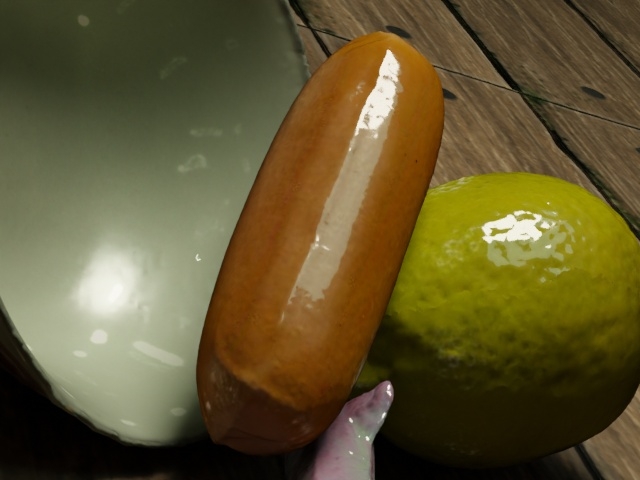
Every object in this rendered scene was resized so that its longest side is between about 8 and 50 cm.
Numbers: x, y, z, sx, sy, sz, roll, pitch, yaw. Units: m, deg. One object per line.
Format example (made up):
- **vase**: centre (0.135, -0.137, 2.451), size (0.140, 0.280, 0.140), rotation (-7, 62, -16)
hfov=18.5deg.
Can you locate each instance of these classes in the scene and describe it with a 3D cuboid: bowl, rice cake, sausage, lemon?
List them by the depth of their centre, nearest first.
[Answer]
- **rice cake**: centre (0.010, 0.157, 1.022), size (0.051, 0.081, 0.290), rotation (34, 18, -13)
- **sausage**: centre (0.000, 0.000, 1.131), size (0.105, 0.105, 0.274), rotation (22, 58, -3)
- **bowl**: centre (-0.149, -0.046, 1.143), size (0.157, 0.337, 0.337), rotation (-4, 4, 33)
- **lemon**: centre (0.102, 0.051, 1.229), size (0.248, 0.184, 0.184), rotation (-10, 34, -23)
